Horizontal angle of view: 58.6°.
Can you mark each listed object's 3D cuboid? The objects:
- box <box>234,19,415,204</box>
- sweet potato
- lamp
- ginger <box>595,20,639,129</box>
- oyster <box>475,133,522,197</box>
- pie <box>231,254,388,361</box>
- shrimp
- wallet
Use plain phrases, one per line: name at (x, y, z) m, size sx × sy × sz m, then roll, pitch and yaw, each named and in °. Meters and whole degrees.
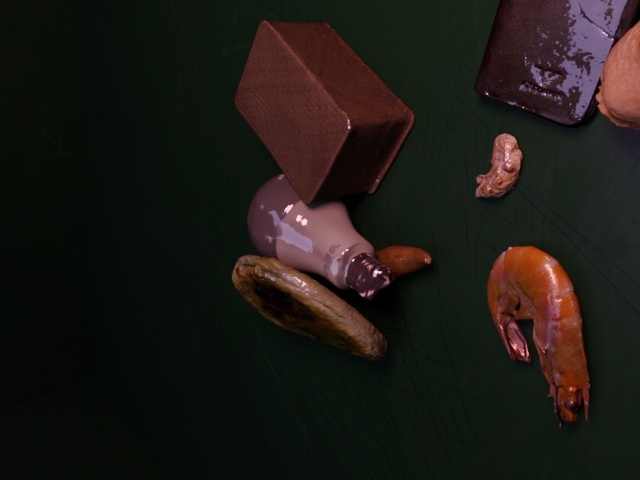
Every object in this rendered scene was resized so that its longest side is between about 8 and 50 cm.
box at (-0.005, -0.214, 0.951) m, size 0.273 × 0.143 × 0.184 m, roll 54°, pitch 138°, yaw 25°
sweet potato at (0.097, 0.053, 0.989) m, size 0.273 × 0.067 × 0.067 m, roll -22°, pitch 86°, yaw 54°
lamp at (-0.013, 0.011, 0.988) m, size 0.314 × 0.181 × 0.182 m, roll 59°, pitch 142°, yaw 37°
ginger at (0.384, -0.200, 0.471) m, size 0.354 × 0.189 × 0.127 m, roll 141°, pitch 136°, yaw -59°
oyster at (0.234, -0.099, 0.780) m, size 0.080 × 0.038 × 0.083 m, roll -5°, pitch 101°, yaw 54°
pie at (-0.029, 0.122, 1.028) m, size 0.323 × 0.071 × 0.323 m, roll 28°, pitch 164°, yaw 9°
shrimp at (0.297, 0.127, 0.773) m, size 0.150 × 0.068 × 0.249 m, roll -30°, pitch 74°, yaw 64°
wallet at (0.281, -0.296, 0.644) m, size 0.172 × 0.045 × 0.318 m, roll 38°, pitch 132°, yaw 39°
